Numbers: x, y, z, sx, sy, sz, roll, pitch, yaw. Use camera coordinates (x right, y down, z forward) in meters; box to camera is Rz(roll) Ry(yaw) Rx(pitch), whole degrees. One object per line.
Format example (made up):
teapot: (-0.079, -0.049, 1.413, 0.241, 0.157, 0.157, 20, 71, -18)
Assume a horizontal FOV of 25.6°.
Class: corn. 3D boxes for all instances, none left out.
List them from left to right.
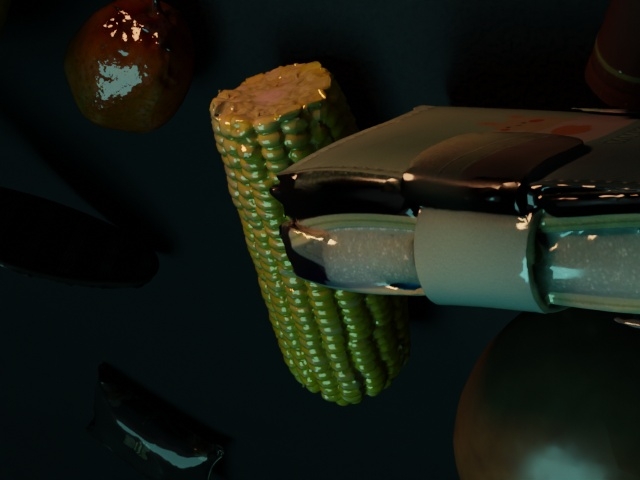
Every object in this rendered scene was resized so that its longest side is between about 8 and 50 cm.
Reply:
corn: (0.000, 0.000, 0.883, 0.093, 0.093, 0.244, 16, 140, 32)

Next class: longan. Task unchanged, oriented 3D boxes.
longan: (0.176, 0.103, 0.785, 0.185, 0.159, 0.204, 33, 111, -19)

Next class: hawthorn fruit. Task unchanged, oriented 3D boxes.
hawthorn fruit: (-0.115, -0.114, 0.877, 0.081, 0.081, 0.093, 43, 146, -5)

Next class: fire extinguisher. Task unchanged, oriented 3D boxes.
fire extinguisher: (0.159, -0.124, 0.627, 0.064, 0.043, 0.158, 6, 144, -3)

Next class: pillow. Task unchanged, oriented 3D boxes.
pillow: (-0.155, 0.184, 1.292, 0.150, 0.048, 0.090, 32, 149, 17)

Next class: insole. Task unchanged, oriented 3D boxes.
insole: (-0.266, -0.029, 1.045, 0.309, 0.110, 0.012, 23, 119, -10)

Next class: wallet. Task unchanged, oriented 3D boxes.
wallet: (0.117, -0.022, 0.672, 0.250, 0.176, 0.075, 6, 113, 40)

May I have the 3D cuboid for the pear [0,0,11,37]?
pear: (-0.340, -0.228, 0.881, 0.399, 0.165, 0.399, 26, 147, 19)
